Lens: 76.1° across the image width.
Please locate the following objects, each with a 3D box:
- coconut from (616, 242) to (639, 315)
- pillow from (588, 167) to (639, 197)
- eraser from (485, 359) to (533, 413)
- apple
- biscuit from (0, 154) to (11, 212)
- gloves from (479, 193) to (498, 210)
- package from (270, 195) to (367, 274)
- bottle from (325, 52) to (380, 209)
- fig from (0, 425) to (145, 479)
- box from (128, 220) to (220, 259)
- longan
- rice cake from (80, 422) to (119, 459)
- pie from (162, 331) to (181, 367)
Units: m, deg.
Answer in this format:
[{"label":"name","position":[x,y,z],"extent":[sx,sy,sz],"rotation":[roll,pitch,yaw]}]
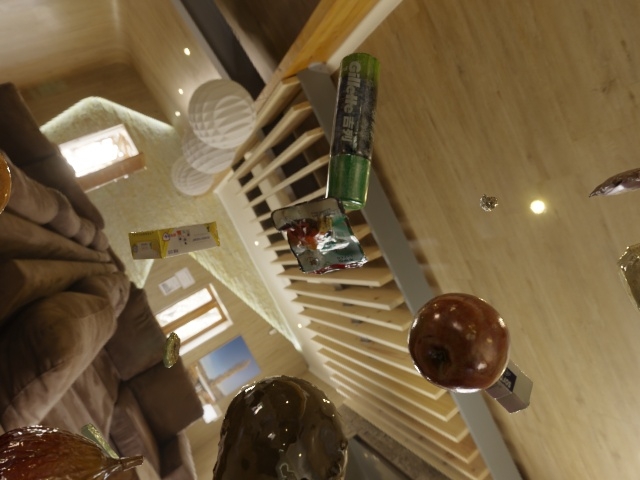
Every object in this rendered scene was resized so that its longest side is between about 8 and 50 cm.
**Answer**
[{"label":"coconut","position":[0.783,0.077,0.876],"extent":[0.222,0.202,0.202],"rotation":[-24,-82,26]},{"label":"pillow","position":[0.624,-0.123,0.770],"extent":[0.118,0.185,0.043],"rotation":[13,61,-75]},{"label":"eraser","position":[0.546,0.408,1.324],"extent":[0.287,0.130,0.086],"rotation":[45,-47,3]},{"label":"apple","position":[0.262,0.196,0.787],"extent":[0.188,0.174,0.188],"rotation":[10,-75,40]},{"label":"biscuit","position":[-0.666,-0.077,0.734],"extent":[0.144,0.224,0.033],"rotation":[52,-30,-11]},{"label":"gloves","position":[0.391,-0.086,0.943],"extent":[0.044,0.081,0.037],"rotation":[20,-76,42]},{"label":"package","position":[0.000,0.000,0.894],"extent":[0.232,0.166,0.040],"rotation":[65,22,-44]},{"label":"bottle","position":[0.072,-0.234,0.889],"extent":[0.093,0.093,0.329],"rotation":[162,-64,-68]},{"label":"fig","position":[-0.283,0.247,0.423],"extent":[0.119,0.153,0.119],"rotation":[165,-90,-89]},{"label":"box","position":[-0.515,-0.002,1.459],"extent":[0.168,0.265,0.097],"rotation":[-4,-84,31]},{"label":"longan","position":[-0.108,0.627,1.233],"extent":[0.436,0.404,0.403],"rotation":[-104,175,-64]},{"label":"rice cake","position":[-0.715,0.672,1.328],"extent":[0.180,0.042,0.030],"rotation":[60,8,-12]},{"label":"pie","position":[-0.341,0.251,0.941],"extent":[0.084,0.020,0.084],"rotation":[-175,-90,-89]}]
